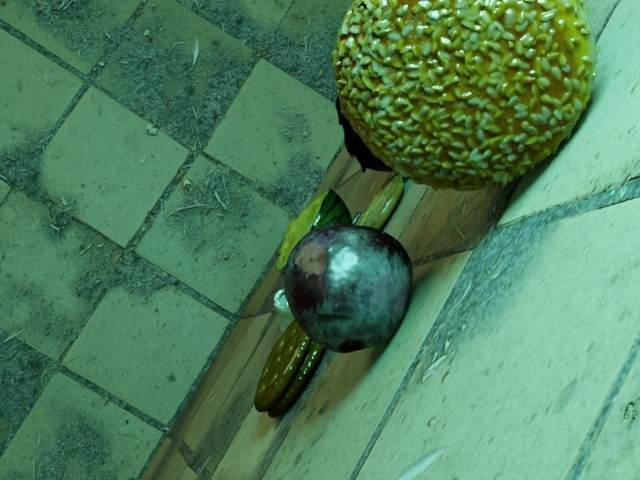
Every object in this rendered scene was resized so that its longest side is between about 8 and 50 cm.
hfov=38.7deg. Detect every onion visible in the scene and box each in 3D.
[{"bbox_3d":[0.147,-0.259,1.976,0.281,0.221,0.281,-52,25,37],"label":"onion"}]

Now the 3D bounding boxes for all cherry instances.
[{"bbox_3d":[0.044,0.072,1.342,0.195,0.195,0.195,-56,7,10],"label":"cherry"}]

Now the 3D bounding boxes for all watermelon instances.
[{"bbox_3d":[-0.001,-0.002,1.928,0.204,0.127,0.232,-59,13,-13],"label":"watermelon"}]

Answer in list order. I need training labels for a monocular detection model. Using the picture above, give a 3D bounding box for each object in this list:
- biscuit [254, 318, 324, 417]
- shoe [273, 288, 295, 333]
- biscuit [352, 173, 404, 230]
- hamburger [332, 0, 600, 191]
[{"bbox_3d":[-0.056,0.241,1.762,0.220,0.066,0.220,-57,10,15],"label":"biscuit"},{"bbox_3d":[-0.056,0.145,2.010,0.095,0.110,0.265,-62,11,-26],"label":"shoe"},{"bbox_3d":[0.108,-0.036,1.968,0.260,0.041,0.203,-59,11,1],"label":"biscuit"},{"bbox_3d":[0.184,-0.232,1.179,0.330,0.330,0.250,-55,8,20],"label":"hamburger"}]
